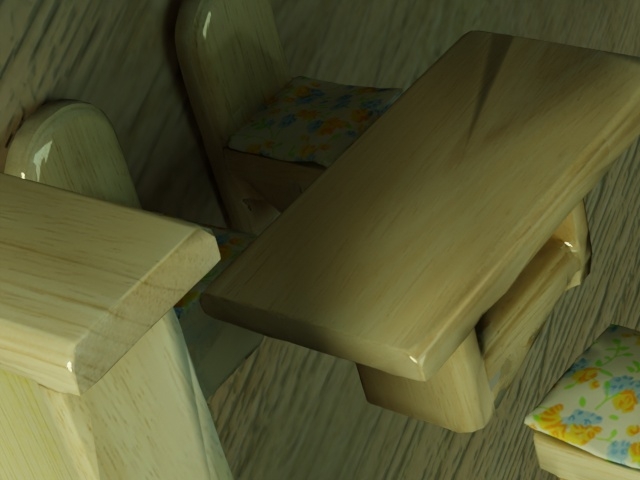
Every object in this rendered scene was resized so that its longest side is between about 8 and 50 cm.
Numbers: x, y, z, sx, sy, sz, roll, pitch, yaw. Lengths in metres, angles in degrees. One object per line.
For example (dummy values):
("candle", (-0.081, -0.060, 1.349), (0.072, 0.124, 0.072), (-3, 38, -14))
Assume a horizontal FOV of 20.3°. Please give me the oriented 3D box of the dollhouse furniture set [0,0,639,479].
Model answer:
("dollhouse furniture set", (0.000, 0.000, 0.729), (0.394, 0.362, 0.256), (-46, 135, -35))
